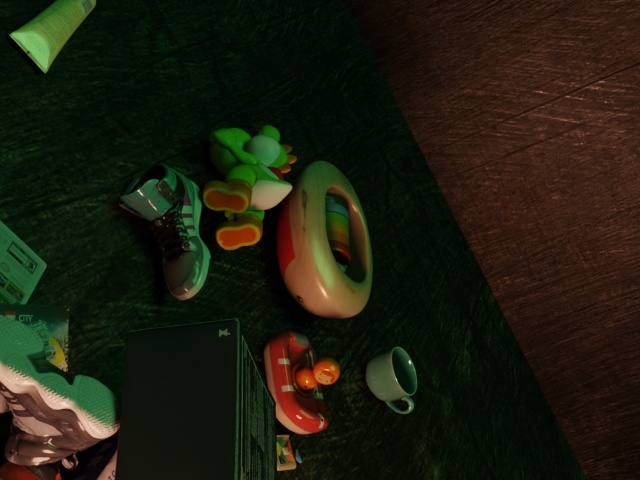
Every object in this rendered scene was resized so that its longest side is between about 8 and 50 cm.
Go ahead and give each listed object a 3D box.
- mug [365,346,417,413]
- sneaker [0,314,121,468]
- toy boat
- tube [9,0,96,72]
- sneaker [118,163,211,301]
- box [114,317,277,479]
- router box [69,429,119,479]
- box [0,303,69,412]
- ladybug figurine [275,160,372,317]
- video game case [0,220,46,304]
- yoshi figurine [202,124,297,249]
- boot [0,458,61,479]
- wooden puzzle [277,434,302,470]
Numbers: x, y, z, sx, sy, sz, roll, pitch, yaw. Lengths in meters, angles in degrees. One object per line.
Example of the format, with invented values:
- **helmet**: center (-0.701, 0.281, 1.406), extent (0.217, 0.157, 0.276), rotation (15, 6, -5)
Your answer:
- **mug**: center (0.177, 0.362, 2.291), extent (0.129, 0.097, 0.158), rotation (41, 37, -39)
- **sneaker**: center (-0.422, 0.222, 1.242), extent (0.268, 0.153, 0.101), rotation (38, 23, -10)
- **toy boat**: center (-0.024, 0.300, 1.928), extent (0.151, 0.151, 0.231), rotation (25, 48, -51)
- **tube**: center (-0.519, -0.424, 1.737), extent (0.070, 0.062, 0.240), rotation (17, 44, 2)
- **sneaker**: center (-0.305, -0.037, 1.724), extent (0.178, 0.123, 0.296), rotation (41, 29, -48)
- **box**: center (-0.176, 0.319, 1.328), extent (0.294, 0.182, 0.296), rotation (77, 8, -54)
- **router box**: center (-0.251, 0.424, 1.507), extent (0.301, 0.082, 0.335), rotation (57, 29, -16)
- **box**: center (-0.474, 0.173, 1.308), extent (0.233, 0.044, 0.159), rotation (10, 77, -58)
- **ladybug figurine**: center (0.000, 0.000, 2.194), extent (0.305, 0.161, 0.449), rotation (42, 36, -39)
- **video game case**: center (-0.543, 0.035, 1.362), extent (0.227, 0.026, 0.206), rotation (51, 31, -29)
- **yoshi figurine**: center (-0.189, -0.143, 1.980), extent (0.203, 0.203, 0.362), rotation (36, 33, -14)
- **boot**: center (-0.393, 0.420, 1.262), extent (0.244, 0.088, 0.176), rotation (58, 27, -7)
- **wooden puzzle**: center (-0.077, 0.446, 1.869), extent (0.116, 0.014, 0.079), rotation (5, 65, -60)
